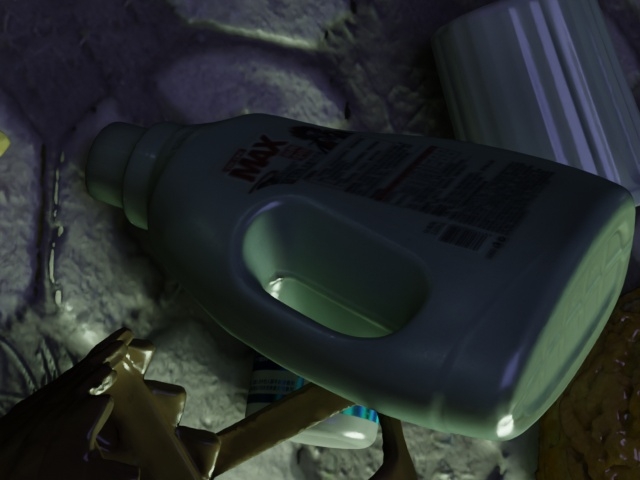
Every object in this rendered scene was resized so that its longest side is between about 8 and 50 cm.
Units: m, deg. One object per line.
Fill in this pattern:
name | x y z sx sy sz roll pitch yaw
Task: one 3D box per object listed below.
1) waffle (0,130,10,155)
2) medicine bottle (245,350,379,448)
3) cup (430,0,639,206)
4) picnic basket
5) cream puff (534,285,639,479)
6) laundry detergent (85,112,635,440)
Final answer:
waffle | -0.366 -0.084 1.141 0.274 0.057 0.168 40 67 -19
medicine bottle | 0.005 0.065 1.304 0.107 0.107 0.191 15 76 -27
cup | 0.194 -0.107 1.430 0.167 0.221 0.202 -17 89 4
picnic basket | -0.085 0.202 1.116 0.321 0.254 0.291 -30 101 4
cream puff | 0.358 0.192 1.419 0.327 0.231 0.343 30 70 -19
laundry detergent | 0.000 0.000 1.172 0.264 0.398 0.125 -48 147 -45
